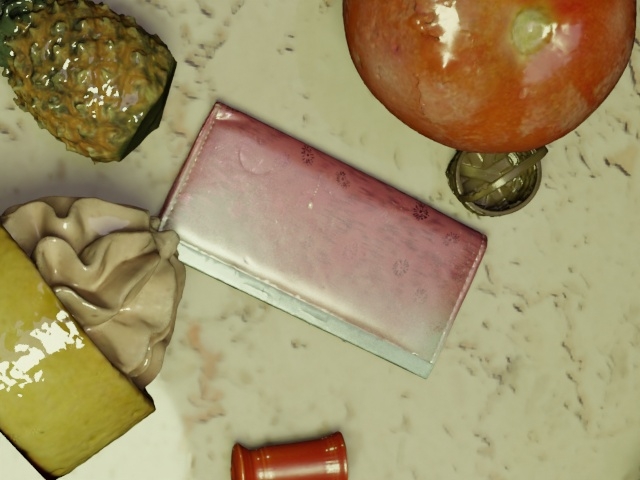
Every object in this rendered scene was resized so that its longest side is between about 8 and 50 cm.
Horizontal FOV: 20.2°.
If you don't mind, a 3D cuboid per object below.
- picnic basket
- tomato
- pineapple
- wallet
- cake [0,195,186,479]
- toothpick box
[{"bbox_3d":[0.131,-0.050,1.313,0.072,0.083,0.072,0,91,-10],"label":"picnic basket"},{"bbox_3d":[0.115,-0.167,1.259,0.208,0.184,0.208,-6,112,-15],"label":"tomato"},{"bbox_3d":[-0.196,-0.138,1.248,0.197,0.108,0.108,35,84,0],"label":"pineapple"},{"bbox_3d":[0.000,0.000,1.318,0.232,0.025,0.119,26,86,-9],"label":"wallet"},{"bbox_3d":[-0.179,0.040,1.208,0.178,0.207,0.185,-45,128,-14],"label":"cake"},{"bbox_3d":[-0.024,0.165,1.302,0.083,0.047,0.047,-5,90,-10],"label":"toothpick box"}]
